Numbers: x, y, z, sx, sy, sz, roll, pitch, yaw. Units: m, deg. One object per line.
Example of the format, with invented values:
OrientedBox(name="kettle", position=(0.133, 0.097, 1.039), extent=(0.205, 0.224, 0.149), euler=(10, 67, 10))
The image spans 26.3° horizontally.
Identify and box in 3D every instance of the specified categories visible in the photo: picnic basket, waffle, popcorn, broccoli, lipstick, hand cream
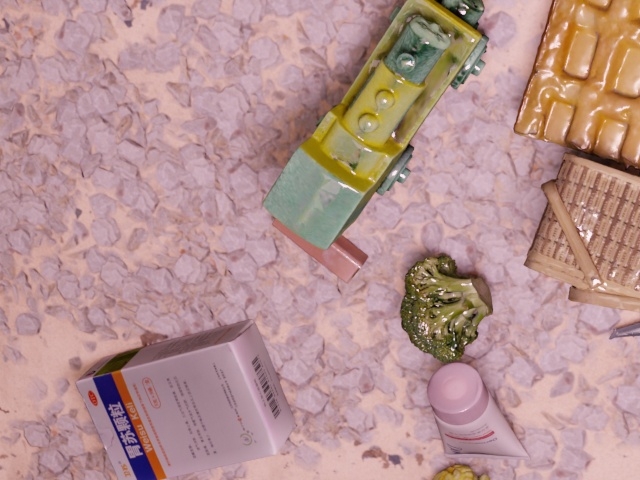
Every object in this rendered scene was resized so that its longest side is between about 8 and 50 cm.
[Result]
OrientedBox(name="picnic basket", position=(0.433, 0.018, 1.776), extent=(0.313, 0.228, 0.175), euler=(21, 97, 18))
OrientedBox(name="waffle", position=(0.446, -0.227, 1.737), extent=(0.348, 0.077, 0.304), euler=(21, 104, 21))
OrientedBox(name="popcorn", position=(0.212, 0.406, 2.119), extent=(0.106, 0.116, 0.120), euler=(5, 118, 65))
OrientedBox(name="broccoli", position=(0.174, 0.093, 1.974), extent=(0.138, 0.146, 0.162), euler=(-25, 105, 29))
OrientedBox(name="lipstick", position=(0.000, 0.000, 2.051), extent=(0.145, 0.045, 0.045), euler=(38, 117, 1))
OrientedBox(name="hand cream", position=(0.221, 0.273, 2.031), extent=(0.133, 0.083, 0.248), euler=(-1, 147, 22))

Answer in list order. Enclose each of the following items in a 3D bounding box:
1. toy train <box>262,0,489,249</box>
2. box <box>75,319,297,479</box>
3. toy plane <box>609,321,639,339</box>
OrientedBox(name="toy train", position=(0.087, -0.178, 1.840), extent=(0.150, 0.237, 0.369), euler=(36, 118, 4))
OrientedBox(name="box", position=(-0.215, 0.263, 2.197), extent=(0.299, 0.106, 0.200), euler=(-16, 104, 22))
OrientedBox(name="toy plane", position=(0.524, 0.134, 1.921), extent=(0.226, 0.058, 0.226), euler=(15, 112, 14))
